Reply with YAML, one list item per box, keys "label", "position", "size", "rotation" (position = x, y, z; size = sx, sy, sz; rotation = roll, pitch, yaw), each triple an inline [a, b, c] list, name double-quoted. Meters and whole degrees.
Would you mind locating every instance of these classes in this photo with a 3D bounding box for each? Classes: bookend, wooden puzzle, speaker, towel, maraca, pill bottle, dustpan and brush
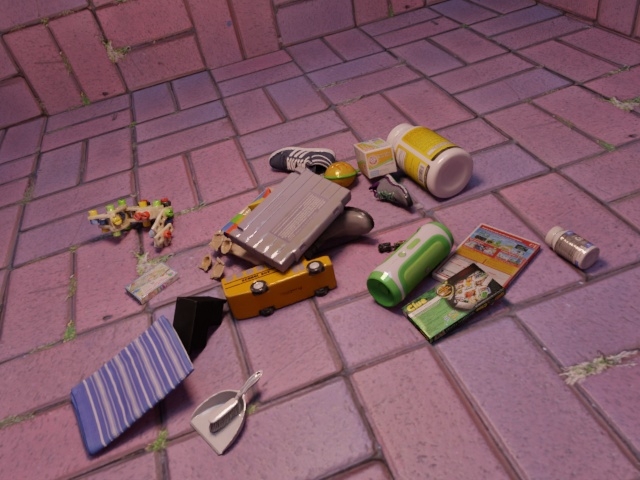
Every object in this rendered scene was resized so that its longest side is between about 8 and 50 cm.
- label: "bookend"
  position: [-0.359, 0.246, 1.566]
  size: [0.072, 0.156, 0.157]
  rotation: [8, -1, 24]
- label: "wooden puzzle"
  position: [-0.195, -0.074, 1.829]
  size: [0.322, 0.080, 0.348]
  rotation: [-44, 35, -20]
- label: "speaker"
  position: [0.271, 0.067, 1.582]
  size: [0.131, 0.131, 0.296]
  rotation: [26, 53, 38]
- label: "towel"
  position: [-0.512, 0.377, 1.421]
  size: [0.336, 0.040, 0.243]
  rotation: [-40, 45, -6]
- label: "maraca"
  position: [0.084, -0.258, 2.055]
  size: [0.127, 0.099, 0.186]
  rotation: [3, 17, 22]
- label: "pill bottle"
  position: [0.736, 0.018, 1.555]
  size: [0.078, 0.078, 0.137]
  rotation: [-26, 41, -16]
- label: "dustpan and brush"
  position: [-0.222, 0.416, 1.348]
  size: [0.211, 0.060, 0.147]
  rotation: [-38, 45, -27]
- label: "pill bottle"
  position: [0.389, -0.309, 1.955]
  size: [0.188, 0.188, 0.334]
  rotation: [-24, 41, -14]

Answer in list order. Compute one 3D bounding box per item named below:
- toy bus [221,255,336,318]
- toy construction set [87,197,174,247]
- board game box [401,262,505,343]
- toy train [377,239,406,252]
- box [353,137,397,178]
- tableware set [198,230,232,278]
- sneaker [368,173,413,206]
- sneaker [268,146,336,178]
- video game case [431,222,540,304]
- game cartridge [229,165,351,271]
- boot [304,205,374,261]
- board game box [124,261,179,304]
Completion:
- label: "toy bus"
  position: [-0.125, 0.131, 1.630]
  size: [0.333, 0.108, 0.130]
  rotation: [-19, 37, -8]
- label: "toy construction set"
  position: [-0.683, -0.082, 2.002]
  size: [0.328, 0.151, 0.215]
  rotation: [14, 21, 19]
- label: "board game box"
  position: [0.371, 0.171, 1.484]
  size: [0.260, 0.030, 0.136]
  rotation: [-30, 46, -10]
- label: "toy train"
  position: [0.266, 0.015, 1.729]
  size: [0.158, 0.027, 0.036]
  rotation: [-6, 29, 9]
- label: "box"
  position: [0.208, -0.320, 2.040]
  size: [0.114, 0.103, 0.203]
  rotation: [-16, 21, -4]
- label: "tableware set"
  position: [-0.353, 0.047, 1.801]
  size: [0.141, 0.020, 0.168]
  rotation: [16, 82, 48]
- label: "sneaker"
  position: [0.253, -0.162, 1.915]
  size: [0.098, 0.083, 0.223]
  rotation: [-28, 29, -3]
- label: "sneaker"
  position: [-0.082, -0.305, 2.151]
  size: [0.282, 0.099, 0.153]
  rotation: [-2, 38, 8]
- label: "video game case"
  position: [0.503, 0.062, 1.607]
  size: [0.204, 0.025, 0.285]
  rotation: [26, 53, 38]
- label: "game cartridge"
  position: [-0.088, -0.074, 1.684]
  size: [0.230, 0.068, 0.355]
  rotation: [31, 62, 22]
- label: "boot"
  position: [0.000, 0.000, 1.762]
  size: [0.338, 0.118, 0.222]
  rotation: [-2, 41, 34]
- label: "board game box"
  position: [-0.572, 0.143, 1.799]
  size: [0.103, 0.026, 0.154]
  rotation: [26, 53, 38]
